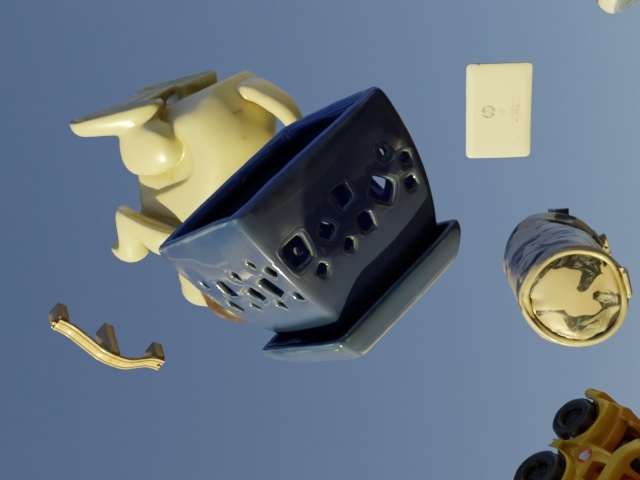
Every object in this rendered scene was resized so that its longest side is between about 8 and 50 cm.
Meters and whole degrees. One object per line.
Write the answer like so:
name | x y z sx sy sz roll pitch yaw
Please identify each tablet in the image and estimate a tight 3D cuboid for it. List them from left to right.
tablet | 0.148 -0.108 1.163 0.006 0.054 0.083 -88 -4 -65

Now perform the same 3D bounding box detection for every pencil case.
pencil case | 0.394 0.052 2.240 0.160 0.183 0.410 63 -172 -7

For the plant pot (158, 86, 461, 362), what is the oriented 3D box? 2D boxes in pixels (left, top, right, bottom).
plant pot | 0.000 0.000 1.529 0.236 0.236 0.212 -44 -77 -24

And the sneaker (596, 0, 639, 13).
sneaker | 0.319 -0.248 1.141 0.081 0.211 0.080 54 179 14

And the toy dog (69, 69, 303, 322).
toy dog | -0.163 -0.066 2.318 0.284 0.395 0.408 -50 -53 -65

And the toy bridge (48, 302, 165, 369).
toy bridge | -0.293 0.143 1.925 0.188 0.026 0.063 27 -153 -37

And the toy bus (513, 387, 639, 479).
toy bus | 0.381 0.313 1.794 0.149 0.211 0.220 46 -112 -21
